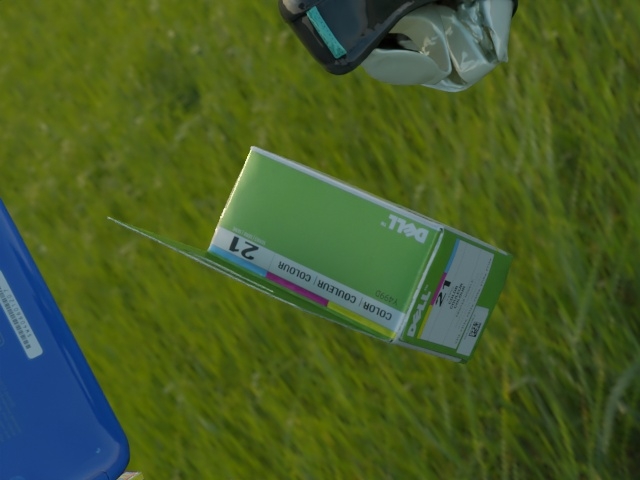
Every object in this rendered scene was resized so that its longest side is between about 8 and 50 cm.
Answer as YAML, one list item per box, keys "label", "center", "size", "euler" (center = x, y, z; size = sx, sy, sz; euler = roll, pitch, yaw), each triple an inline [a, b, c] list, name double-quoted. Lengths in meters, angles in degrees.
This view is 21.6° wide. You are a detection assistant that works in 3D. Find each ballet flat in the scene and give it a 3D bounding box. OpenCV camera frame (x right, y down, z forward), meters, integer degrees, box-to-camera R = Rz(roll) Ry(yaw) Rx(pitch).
- label: "ballet flat"
  center: [0.073, -0.152, 1.196]
  size: [0.095, 0.280, 0.096]
  euler: [-35, 76, 38]

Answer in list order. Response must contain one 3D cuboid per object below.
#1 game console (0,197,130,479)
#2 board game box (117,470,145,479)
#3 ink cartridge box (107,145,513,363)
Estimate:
- label: "game console"
  center: [-0.328, 0.112, 1.294]
  size: [0.250, 0.293, 0.173]
  euler: [-27, -4, -21]
- label: "board game box"
  center: [-0.277, 0.287, 1.692]
  size: [0.141, 0.048, 0.170]
  euler: [-4, 17, 43]
- label: "ink cartridge box"
  center: [0.000, 0.000, 1.241]
  size: [0.189, 0.255, 0.097]
  euler: [25, 92, 32]
